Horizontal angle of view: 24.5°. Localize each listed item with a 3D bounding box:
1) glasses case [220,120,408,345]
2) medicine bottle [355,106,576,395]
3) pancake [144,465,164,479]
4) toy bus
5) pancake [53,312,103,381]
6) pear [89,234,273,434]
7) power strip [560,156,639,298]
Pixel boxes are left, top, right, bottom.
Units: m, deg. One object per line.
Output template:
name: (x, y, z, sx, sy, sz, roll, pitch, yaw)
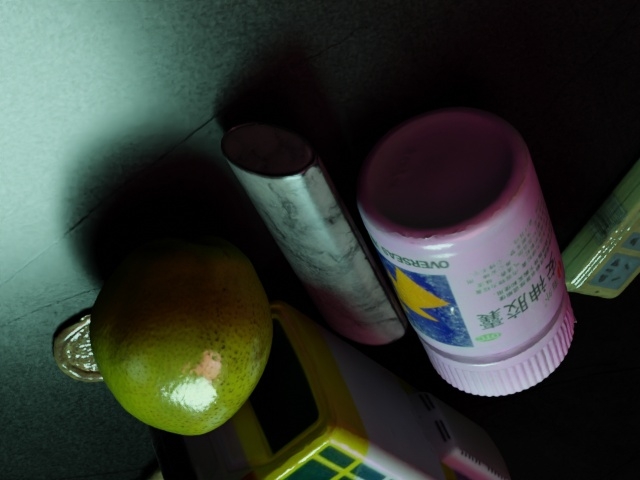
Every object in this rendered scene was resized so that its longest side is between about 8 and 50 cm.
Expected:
glasses case: (0.000, 0.000, 1.486, 0.060, 0.114, 0.299, -53, 143, -19)
medicine bottle: (0.157, 0.018, 1.529, 0.178, 0.178, 0.290, -25, 138, 0)
pancake: (-0.092, 0.308, 1.814, 0.288, 0.033, 0.286, -6, 134, -20)
toy bus: (0.035, 0.264, 1.653, 0.249, 0.209, 0.440, -39, 136, 14)
pancake: (-0.229, 0.111, 1.568, 0.115, 0.011, 0.115, -15, 137, -14)
pear: (-0.138, 0.091, 1.454, 0.198, 0.198, 0.198, -13, 137, -13)
power strip: (0.402, -0.079, 1.631, 0.092, 0.066, 0.387, 11, 127, -36)
